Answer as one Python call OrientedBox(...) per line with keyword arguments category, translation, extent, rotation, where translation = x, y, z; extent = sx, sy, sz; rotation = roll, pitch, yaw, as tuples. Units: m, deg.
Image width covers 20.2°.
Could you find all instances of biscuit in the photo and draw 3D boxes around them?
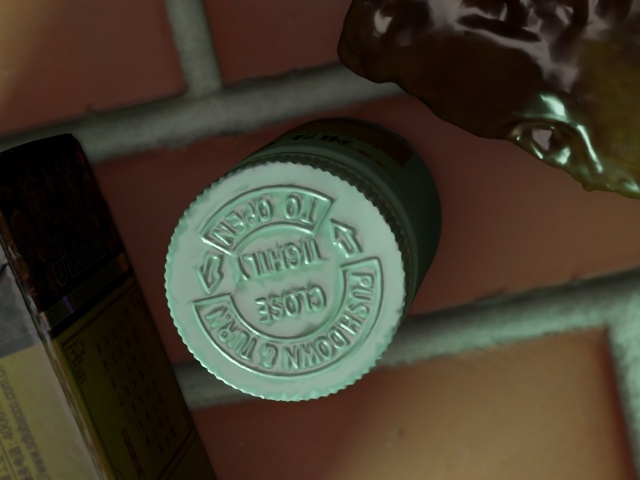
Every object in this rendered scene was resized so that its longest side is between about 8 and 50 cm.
OrientedBox(category="biscuit", translation=(0.227, -0.239, 1.242), extent=(0.343, 0.166, 0.395), rotation=(25, 116, 3))

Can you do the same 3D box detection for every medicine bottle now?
OrientedBox(category="medicine bottle", translation=(0.000, 0.000, 1.268), extent=(0.158, 0.318, 0.158), rotation=(1, 99, 9))

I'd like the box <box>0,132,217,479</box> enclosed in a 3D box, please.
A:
OrientedBox(category="box", translation=(-0.185, 0.135, 1.343), extent=(0.116, 0.264, 0.415), rotation=(-21, 97, 11))
